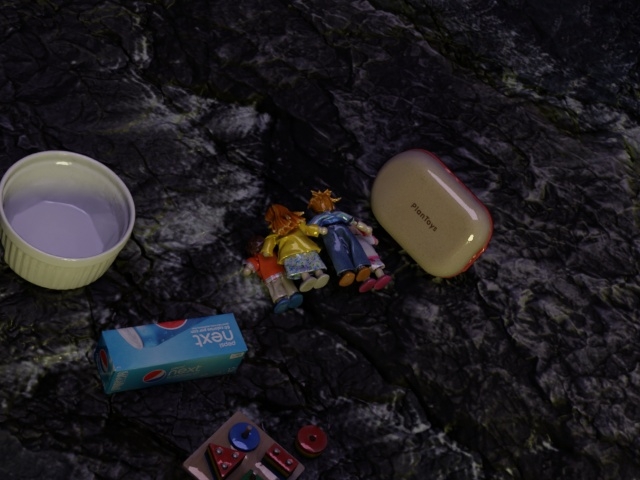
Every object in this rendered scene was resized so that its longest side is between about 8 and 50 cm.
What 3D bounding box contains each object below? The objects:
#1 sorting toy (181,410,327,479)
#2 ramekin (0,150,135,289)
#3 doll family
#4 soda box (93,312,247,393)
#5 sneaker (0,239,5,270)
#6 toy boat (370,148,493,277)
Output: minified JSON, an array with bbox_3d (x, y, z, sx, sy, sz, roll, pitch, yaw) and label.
[{"bbox_3d":[-0.110,0.322,2.059,0.132,0.046,0.274,40,49,11],"label":"sorting toy"},{"bbox_3d":[-0.391,-0.024,2.173,0.207,0.109,0.207,12,50,-15],"label":"ramekin"},{"bbox_3d":[0.000,0.000,2.313,0.263,0.118,0.163,-11,58,-30],"label":"doll family"},{"bbox_3d":[-0.221,0.165,2.123,0.210,0.067,0.071,-6,57,-28],"label":"soda box"},{"bbox_3d":[-0.543,-0.020,2.095,0.121,0.079,0.217,-44,85,-5],"label":"sneaker"},{"bbox_3d":[0.198,-0.051,2.447,0.231,0.151,0.151,48,21,16],"label":"toy boat"}]
